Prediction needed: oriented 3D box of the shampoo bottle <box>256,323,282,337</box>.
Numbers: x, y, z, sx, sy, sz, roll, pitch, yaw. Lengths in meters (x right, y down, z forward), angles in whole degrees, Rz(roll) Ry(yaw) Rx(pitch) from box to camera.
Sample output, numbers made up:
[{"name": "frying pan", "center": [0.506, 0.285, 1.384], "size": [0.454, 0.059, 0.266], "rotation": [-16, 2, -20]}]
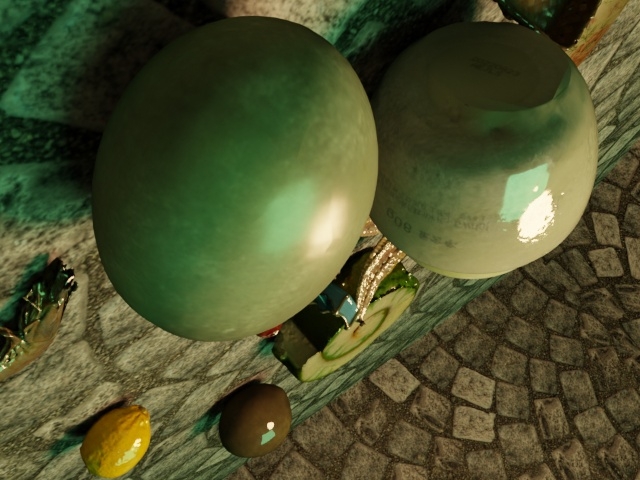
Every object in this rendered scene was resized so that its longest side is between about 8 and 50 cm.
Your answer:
[{"name": "shampoo bottle", "center": [-0.107, 0.099, 1.194], "size": [0.118, 0.076, 0.314], "rotation": [-37, 162, -17]}]

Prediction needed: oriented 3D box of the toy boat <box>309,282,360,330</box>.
[{"name": "toy boat", "center": [-0.003, 0.123, 1.339], "size": [0.077, 0.185, 0.075], "rotation": [-44, 126, -15]}]

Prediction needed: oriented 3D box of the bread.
[{"name": "bread", "center": [0.054, 0.184, 1.612], "size": [0.382, 0.129, 0.366], "rotation": [-31, 157, -21]}]

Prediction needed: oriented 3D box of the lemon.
[{"name": "lemon", "center": [-0.382, 0.377, 1.261], "size": [0.155, 0.114, 0.114], "rotation": [-48, 163, -10]}]

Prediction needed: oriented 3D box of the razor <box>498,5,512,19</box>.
[{"name": "razor", "center": [0.319, -0.377, 0.941], "size": [0.148, 0.054, 0.090], "rotation": [-37, 164, -6]}]

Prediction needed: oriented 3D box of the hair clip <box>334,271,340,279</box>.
[{"name": "hair clip", "center": [0.000, 0.000, 1.125], "size": [0.292, 0.085, 0.106], "rotation": [67, 44, -68]}]

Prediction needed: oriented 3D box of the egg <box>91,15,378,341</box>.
[{"name": "egg", "center": [-0.084, -0.045, 0.637], "size": [0.258, 0.258, 0.352], "rotation": [-26, 160, -34]}]

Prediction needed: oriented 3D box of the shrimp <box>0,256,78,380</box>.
[{"name": "shrimp", "center": [-0.364, 0.102, 0.774], "size": [0.219, 0.046, 0.152], "rotation": [-50, 162, 29]}]

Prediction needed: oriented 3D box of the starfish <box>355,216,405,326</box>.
[{"name": "starfish", "center": [0.184, -0.015, 1.361], "size": [0.384, 0.132, 0.398], "rotation": [-41, 150, -11]}]

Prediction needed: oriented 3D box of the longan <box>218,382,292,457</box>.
[{"name": "longan", "center": [-0.170, 0.479, 1.782], "size": [0.212, 0.198, 0.198], "rotation": [-30, 159, -27]}]

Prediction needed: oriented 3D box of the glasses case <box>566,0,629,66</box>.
[{"name": "glasses case", "center": [0.435, -0.395, 1.048], "size": [0.156, 0.098, 0.425], "rotation": [-31, 160, -36]}]

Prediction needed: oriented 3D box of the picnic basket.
[{"name": "picnic basket", "center": [0.283, -0.328, 0.866], "size": [0.193, 0.055, 0.110], "rotation": [21, 104, -37]}]

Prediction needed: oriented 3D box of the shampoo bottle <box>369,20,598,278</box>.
[{"name": "shampoo bottle", "center": [0.209, -0.118, 0.916], "size": [0.322, 0.322, 0.317], "rotation": [-36, 152, -10]}]
